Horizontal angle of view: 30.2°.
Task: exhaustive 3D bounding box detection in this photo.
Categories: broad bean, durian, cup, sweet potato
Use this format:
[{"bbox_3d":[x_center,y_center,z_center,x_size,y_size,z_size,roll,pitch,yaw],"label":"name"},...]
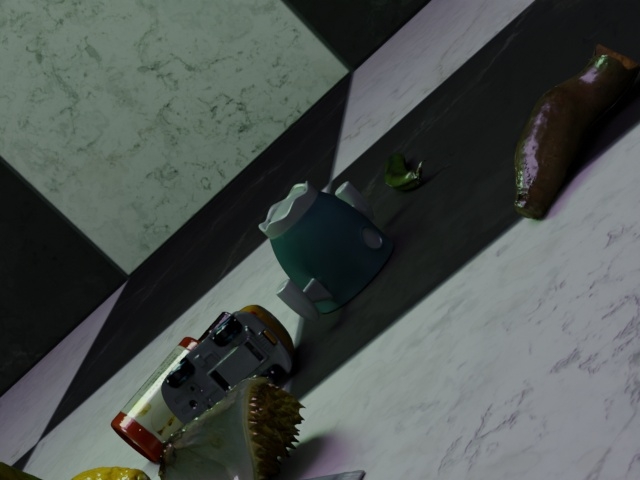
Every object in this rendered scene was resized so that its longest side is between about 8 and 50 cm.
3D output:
[{"bbox_3d":[0.146,-0.121,2.110,0.069,0.039,0.227,-52,14,1],"label":"broad bean"},{"bbox_3d":[-0.108,0.260,1.501,0.252,0.139,0.144,-35,12,41],"label":"durian"},{"bbox_3d":[0.000,0.000,1.888,0.167,0.173,0.299,-33,17,39],"label":"cup"},{"bbox_3d":[0.317,-0.147,1.545,0.286,0.085,0.112,-52,19,-24],"label":"sweet potato"}]

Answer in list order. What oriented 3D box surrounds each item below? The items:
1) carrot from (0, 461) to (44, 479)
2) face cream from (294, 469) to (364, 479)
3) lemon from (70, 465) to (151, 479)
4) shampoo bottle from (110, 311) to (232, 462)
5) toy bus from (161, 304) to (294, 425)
[{"bbox_3d":[-0.439,0.424,1.582,0.241,0.341,0.241,-17,53,24],"label":"carrot"},{"bbox_3d":[-0.147,0.382,1.371,0.420,0.137,0.235,-19,25,39],"label":"face cream"},{"bbox_3d":[-0.313,0.397,1.709,0.187,0.142,0.142,-43,13,20],"label":"lemon"},{"bbox_3d":[-0.228,0.238,2.014,0.278,0.104,0.104,-50,14,-19],"label":"shampoo bottle"},{"bbox_3d":[-0.137,0.193,1.838,0.209,0.126,0.136,-42,5,16],"label":"toy bus"}]
